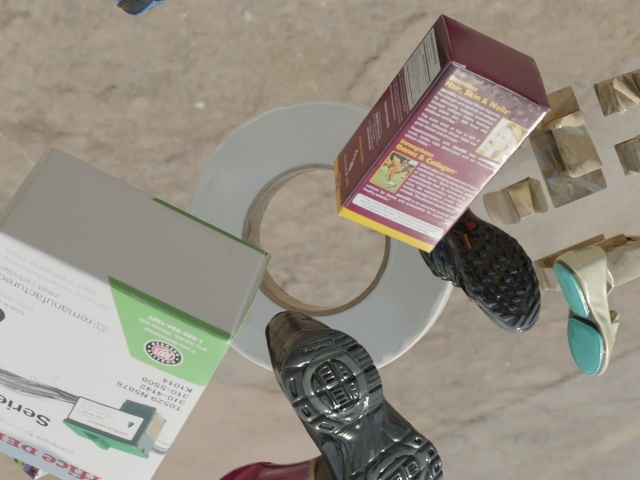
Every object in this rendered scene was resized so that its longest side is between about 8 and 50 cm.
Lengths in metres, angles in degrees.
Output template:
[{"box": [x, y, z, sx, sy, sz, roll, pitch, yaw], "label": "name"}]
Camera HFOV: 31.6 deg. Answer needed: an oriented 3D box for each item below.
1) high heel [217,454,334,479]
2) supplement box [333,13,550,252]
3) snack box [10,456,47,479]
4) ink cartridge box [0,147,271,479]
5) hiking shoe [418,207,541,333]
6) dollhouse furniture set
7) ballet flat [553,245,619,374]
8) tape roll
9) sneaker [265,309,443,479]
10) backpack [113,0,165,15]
[{"box": [-0.004, 0.419, 1.221, 0.181, 0.377, 0.127, -22, 169, 37], "label": "high heel"}, {"box": [0.102, -0.092, 1.008, 0.104, 0.080, 0.188, 22, 127, -21], "label": "supplement box"}, {"box": [-0.332, 0.229, 1.393, 0.037, 0.100, 0.141, -59, 162, 22], "label": "snack box"}, {"box": [-0.153, 0.068, 0.766, 0.160, 0.092, 0.219, 26, 132, -6], "label": "ink cartridge box"}, {"box": [0.180, 0.019, 1.360, 0.086, 0.227, 0.114, -34, 166, -10], "label": "hiking shoe"}, {"box": [0.507, -0.105, 2.305, 0.362, 0.394, 0.256, -21, -176, -9], "label": "dollhouse furniture set"}, {"box": [0.419, 0.105, 1.729, 0.086, 0.086, 0.248, -9, 131, 14], "label": "ballet flat"}, {"box": [0.000, 0.000, 1.565, 0.392, 0.392, 0.072, -8, 179, 13], "label": "tape roll"}, {"box": [0.032, 0.180, 1.138, 0.109, 0.130, 0.286, -30, 118, -10], "label": "sneaker"}, {"box": [-0.244, -0.407, 1.599, 0.117, 0.158, 0.173, -31, -176, -35], "label": "backpack"}]
